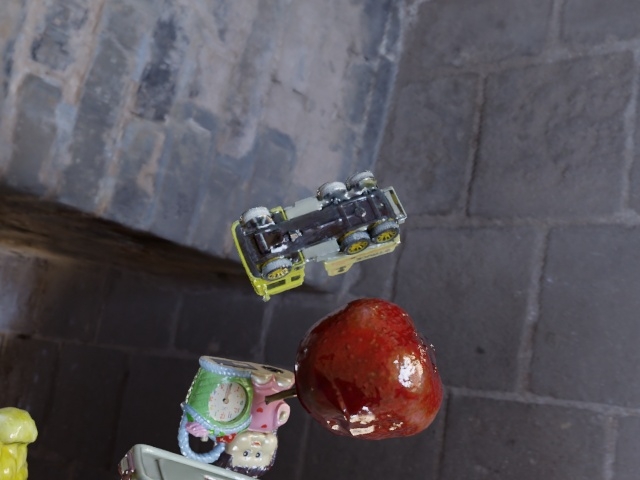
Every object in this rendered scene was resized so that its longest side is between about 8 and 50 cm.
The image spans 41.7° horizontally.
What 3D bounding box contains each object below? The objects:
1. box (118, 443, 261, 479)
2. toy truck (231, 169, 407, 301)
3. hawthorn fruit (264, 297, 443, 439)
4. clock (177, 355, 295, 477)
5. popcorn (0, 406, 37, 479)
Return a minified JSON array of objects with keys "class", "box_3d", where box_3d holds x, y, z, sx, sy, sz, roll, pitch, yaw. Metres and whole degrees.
[{"class":"box","box_3d":[-0.128,0.382,1.032,0.193,0.294,0.167,-172,104,-76]},{"class":"toy truck","box_3d":[0.000,0.000,1.367,0.272,0.157,0.124,-19,64,-10]},{"class":"hawthorn fruit","box_3d":[0.044,0.200,1.264,0.266,0.230,0.210,-12,79,10]},{"class":"clock","box_3d":[-0.147,0.305,1.438,0.100,0.194,0.195,17,94,62]},{"class":"popcorn","box_3d":[-0.440,0.311,0.995,0.242,0.235,0.250,-24,37,51]}]
